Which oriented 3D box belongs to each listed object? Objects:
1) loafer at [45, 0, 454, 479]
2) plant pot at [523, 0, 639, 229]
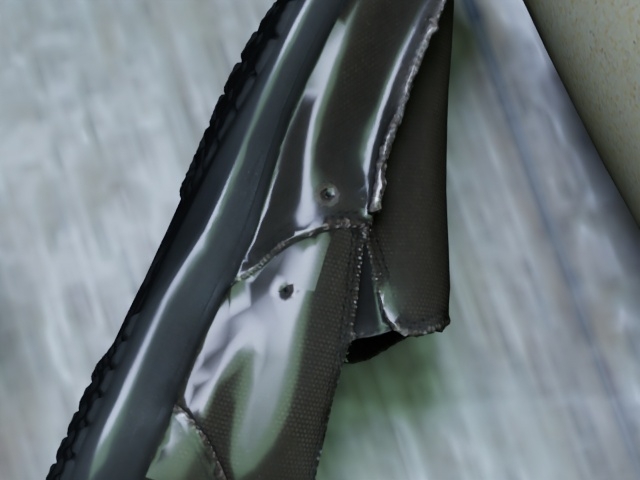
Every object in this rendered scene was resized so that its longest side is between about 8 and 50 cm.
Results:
[{"bbox_3d":[0.000,0.000,0.530,0.078,0.080,0.220,27,77,-8],"label":"loafer"},{"bbox_3d":[0.184,-0.025,0.482,0.256,0.256,0.274,-38,66,-15],"label":"plant pot"}]
